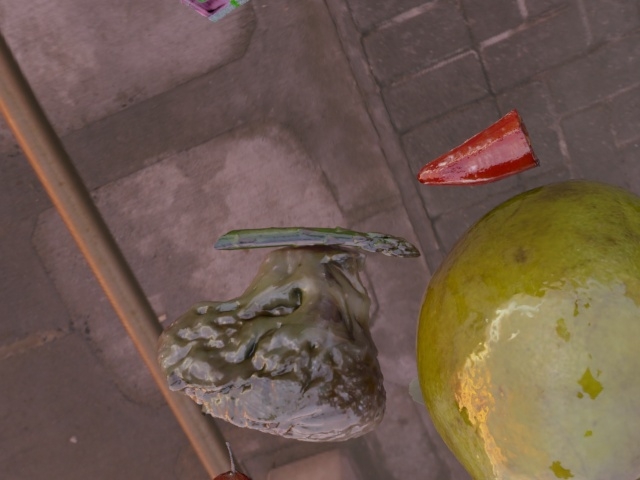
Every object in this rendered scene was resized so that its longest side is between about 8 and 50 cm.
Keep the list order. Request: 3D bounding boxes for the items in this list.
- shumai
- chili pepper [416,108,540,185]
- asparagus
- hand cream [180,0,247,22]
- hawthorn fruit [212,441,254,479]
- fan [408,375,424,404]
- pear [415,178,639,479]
[{"bbox_3d":[-0.047,0.125,1.008,0.346,0.217,0.283,19,87,14],"label":"shumai"},{"bbox_3d":[0.215,-0.115,0.986,0.169,0.065,0.088,-20,74,21],"label":"chili pepper"},{"bbox_3d":[0.000,0.001,0.778,0.236,0.027,0.034,2,114,-8],"label":"asparagus"},{"bbox_3d":[-0.165,-0.298,0.710,0.079,0.275,0.050,9,88,32],"label":"hand cream"},{"bbox_3d":[-0.097,0.280,0.789,0.067,0.067,0.103,4,88,-2],"label":"hawthorn fruit"},{"bbox_3d":[0.257,0.300,1.314,0.191,0.329,0.009,-9,105,13],"label":"fan"},{"bbox_3d":[0.274,0.121,0.819,0.352,0.413,0.352,13,142,10],"label":"pear"}]
